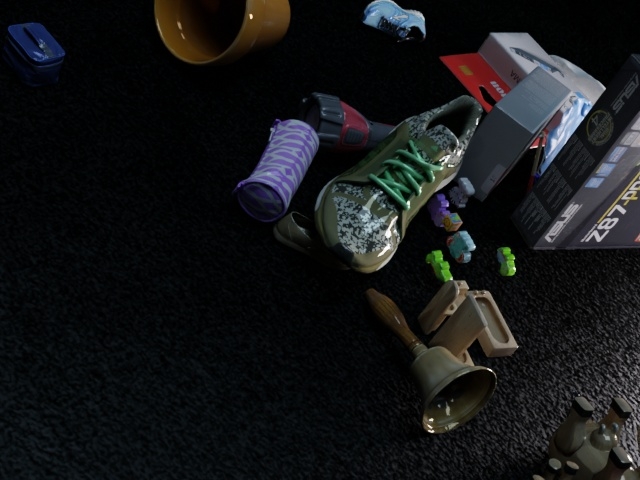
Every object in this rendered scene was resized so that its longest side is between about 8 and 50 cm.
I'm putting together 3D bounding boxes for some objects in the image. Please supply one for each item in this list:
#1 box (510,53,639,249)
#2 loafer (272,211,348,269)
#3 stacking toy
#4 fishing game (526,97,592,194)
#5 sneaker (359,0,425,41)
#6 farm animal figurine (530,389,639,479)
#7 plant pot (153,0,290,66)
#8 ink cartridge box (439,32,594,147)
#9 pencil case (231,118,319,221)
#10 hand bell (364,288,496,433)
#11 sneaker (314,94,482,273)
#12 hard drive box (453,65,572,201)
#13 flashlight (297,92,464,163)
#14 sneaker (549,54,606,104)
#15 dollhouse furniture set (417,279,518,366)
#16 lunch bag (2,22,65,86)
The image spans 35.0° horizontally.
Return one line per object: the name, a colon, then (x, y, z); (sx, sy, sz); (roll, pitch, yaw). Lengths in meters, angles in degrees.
box: (0.570, -0.146, 1.818); (0.318, 0.395, 0.097); (1, 47, -32)
loafer: (0.000, 0.000, 1.575); (0.148, 0.050, 0.056); (20, 41, -14)
stacking toy: (0.220, -0.018, 1.738); (0.167, 0.052, 0.221); (-4, 53, -33)
fishing game: (0.471, -0.195, 1.981); (0.041, 0.189, 0.264); (28, 39, 29)
sneaker: (0.159, -0.458, 2.137); (0.162, 0.063, 0.073); (6, 50, -28)
farm animal figurine: (0.381, 0.355, 1.378); (0.330, 0.172, 0.326); (14, 30, -9)
plant pot: (-0.157, -0.406, 1.798); (0.205, 0.205, 0.188); (48, 26, 19)
ink cartridge box: (0.438, -0.327, 2.177); (0.261, 0.066, 0.296); (-12, 56, -41)
pencil case: (-0.067, -0.118, 1.624); (0.088, 0.086, 0.206); (38, 38, -13)
hand bell: (0.136, 0.152, 1.486); (0.126, 0.126, 0.242); (-3, 39, -35)
sneaker: (0.133, -0.114, 1.599); (0.158, 0.182, 0.410); (40, 49, -1)
hard drive box: (0.356, -0.203, 1.909); (0.089, 0.181, 0.232); (39, 41, 8)
flashlight: (0.105, -0.187, 1.805); (0.304, 0.103, 0.103); (7, 71, -31)
sneaker: (0.598, -0.346, 2.297); (0.094, 0.080, 0.212); (-8, 52, -52)
dollhouse furniture set: (0.249, 0.110, 1.563); (0.151, 0.123, 0.144); (2, 48, -31)
lunch bag: (-0.448, -0.297, 1.583); (0.098, 0.065, 0.067); (47, 42, 17)
